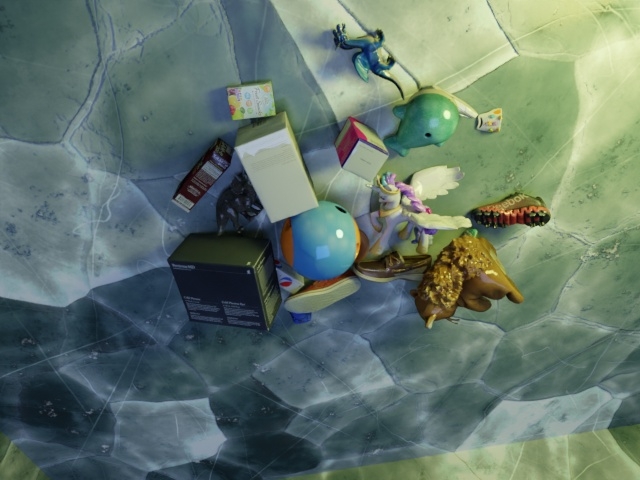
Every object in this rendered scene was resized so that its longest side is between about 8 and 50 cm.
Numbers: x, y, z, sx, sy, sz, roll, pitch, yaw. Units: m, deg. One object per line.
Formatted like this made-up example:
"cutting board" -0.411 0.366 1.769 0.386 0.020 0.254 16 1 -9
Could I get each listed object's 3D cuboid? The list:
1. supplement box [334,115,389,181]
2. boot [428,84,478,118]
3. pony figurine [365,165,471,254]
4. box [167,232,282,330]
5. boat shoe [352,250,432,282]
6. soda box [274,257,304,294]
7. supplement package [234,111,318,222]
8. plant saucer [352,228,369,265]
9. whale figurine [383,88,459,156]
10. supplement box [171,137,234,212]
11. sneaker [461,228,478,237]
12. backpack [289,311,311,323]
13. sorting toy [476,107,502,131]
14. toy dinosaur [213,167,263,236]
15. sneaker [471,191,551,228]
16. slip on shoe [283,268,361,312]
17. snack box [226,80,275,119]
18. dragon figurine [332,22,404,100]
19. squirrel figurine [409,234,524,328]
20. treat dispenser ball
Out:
"supplement box" 0.127 -0.300 1.332 0.111 0.220 0.114 22 120 -19
"boot" 0.423 -0.436 1.369 0.190 0.069 0.086 25 125 -12
"pony figurine" 0.336 -0.099 1.488 0.351 0.303 0.363 0 140 5
"box" -0.348 0.155 1.563 0.343 0.179 0.313 4 127 14
"boat shoe" 0.301 0.093 1.684 0.342 0.123 0.123 3 116 -13
"soda box" -0.172 0.133 1.686 0.216 0.069 0.074 33 116 -24
"supplement package" -0.142 -0.241 1.370 0.177 0.175 0.293 -19 124 5
"plant saucer" 0.103 0.035 1.667 0.200 0.037 0.200 -2 125 -4
"whale figurine" 0.317 -0.354 1.330 0.216 0.141 0.272 30 142 -20
"supplement box" -0.396 -0.220 1.387 0.073 0.130 0.239 38 112 -26
"sneaker" 0.618 0.021 1.704 0.076 0.065 0.166 -2 131 -19
"backpack" -0.091 0.312 1.799 0.098 0.101 0.120 -8 129 8
"sorting toy" 0.581 -0.408 1.420 0.075 0.045 0.083 3 126 15
"toy dinosaur" -0.301 -0.132 1.485 0.160 0.121 0.313 46 124 -11
"sneaker" 0.731 -0.120 1.593 0.276 0.135 0.098 -1 141 23
"slip on shoe" 0.002 0.209 1.713 0.331 0.101 0.123 -23 135 -3
"snack box" -0.220 -0.444 1.308 0.141 0.037 0.100 -7 125 -2
"dragon figurine" 0.146 -0.539 1.252 0.144 0.085 0.289 -27 122 12
"squirrel figurine" 0.498 0.166 1.573 0.370 0.281 0.397 -36 140 25
"treat dispenser ball" 0.000 0.000 1.481 0.288 0.288 0.288 -3 124 -4
